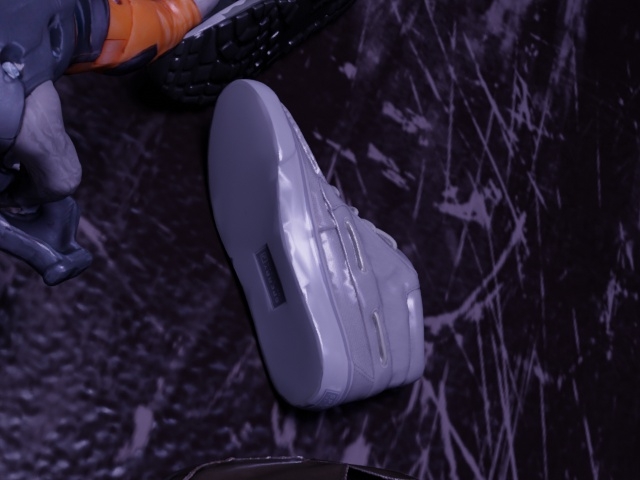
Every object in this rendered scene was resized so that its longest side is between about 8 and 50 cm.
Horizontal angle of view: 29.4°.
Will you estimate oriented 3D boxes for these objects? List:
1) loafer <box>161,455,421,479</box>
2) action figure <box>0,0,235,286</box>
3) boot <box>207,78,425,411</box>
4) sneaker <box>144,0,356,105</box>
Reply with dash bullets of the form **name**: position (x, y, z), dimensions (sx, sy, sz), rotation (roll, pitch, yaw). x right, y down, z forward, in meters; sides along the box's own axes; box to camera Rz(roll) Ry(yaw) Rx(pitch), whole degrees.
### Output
- **loafer**: position (-0.010, 0.177, 0.829), dimensions (0.220, 0.078, 0.080), rotation (4, 63, -33)
- **action figure**: position (-0.214, -0.161, 0.703), dimensions (0.341, 0.178, 0.330), rotation (38, 43, -9)
- **boot**: position (0.000, 0.000, 0.941), dimensions (0.123, 0.095, 0.258), rotation (-4, 75, -42)
- **sneaker**: position (-0.074, -0.211, 1.012), dimensions (0.124, 0.107, 0.283), rotation (39, 44, 10)
